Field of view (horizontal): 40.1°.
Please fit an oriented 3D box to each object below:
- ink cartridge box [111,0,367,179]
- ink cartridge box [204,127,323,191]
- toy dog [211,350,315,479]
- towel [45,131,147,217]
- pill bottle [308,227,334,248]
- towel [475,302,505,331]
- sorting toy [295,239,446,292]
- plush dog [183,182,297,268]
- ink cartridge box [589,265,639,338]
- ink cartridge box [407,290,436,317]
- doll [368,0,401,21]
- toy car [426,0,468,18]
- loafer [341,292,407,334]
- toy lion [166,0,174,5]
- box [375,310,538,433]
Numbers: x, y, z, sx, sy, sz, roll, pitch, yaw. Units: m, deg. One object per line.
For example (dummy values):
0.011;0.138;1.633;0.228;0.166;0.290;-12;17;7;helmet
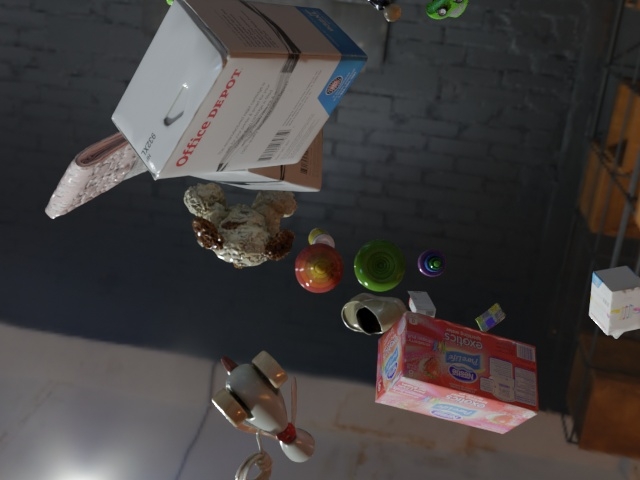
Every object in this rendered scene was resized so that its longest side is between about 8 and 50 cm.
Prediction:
-0.112;-0.220;1.267;0.307;0.223;0.129;-13;-123;-51;ink cartridge box
-0.130;-0.253;1.708;0.166;0.286;0.395;1;178;19;ink cartridge box
-0.134;0.362;1.931;0.220;0.334;0.161;-23;-142;-23;toy dog
-0.512;-0.189;2.171;0.317;0.053;0.332;-35;178;-34;towel
0.000;0.000;2.580;0.065;0.065;0.116;2;-166;-12;pill bottle
0.473;0.214;2.440;0.009;0.083;0.060;37;-158;-36;towel
0.122;0.060;2.086;0.365;0.127;0.126;-2;178;-2;sorting toy
-0.181;-0.011;1.980;0.262;0.211;0.225;4;-165;-9;plush dog
0.697;0.148;2.065;0.089;0.143;0.092;-10;-149;-9;ink cartridge box
0.298;0.188;2.605;0.062;0.029;0.115;3;-157;-10;ink cartridge box
0.097;-0.532;1.857;0.189;0.046;0.129;40;179;5;doll
0.321;-0.529;1.816;0.053;0.225;0.239;38;-152;-36;toy car
0.126;0.198;2.336;0.092;0.102;0.268;-23;-175;-30;loafer
-0.220;-0.429;1.444;0.034;0.096;0.100;14;-159;29;toy lion
0.275;0.272;1.777;0.299;0.142;0.154;16;-126;-15;box
